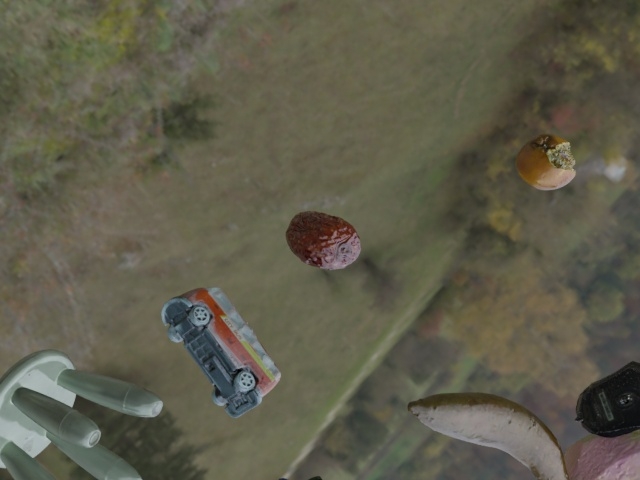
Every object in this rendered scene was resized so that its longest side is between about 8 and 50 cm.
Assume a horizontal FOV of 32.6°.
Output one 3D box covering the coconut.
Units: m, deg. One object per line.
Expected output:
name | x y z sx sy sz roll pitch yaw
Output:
coconut | 0.512 0.387 1.706 0.245 0.233 0.233 -28 165 7

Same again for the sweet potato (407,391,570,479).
sweet potato | 0.267 0.286 1.557 0.079 0.346 0.108 -32 -153 57

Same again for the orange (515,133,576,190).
orange | 0.303 -0.109 1.483 0.086 0.086 0.062 -43 133 -9

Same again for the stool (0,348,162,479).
stool | -0.374 0.289 1.616 0.195 0.198 0.195 -16 128 -57

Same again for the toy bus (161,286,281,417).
toy bus | -0.194 0.208 2.152 0.120 0.265 0.121 -35 179 -42

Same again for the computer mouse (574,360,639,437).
computer mouse | 0.465 0.242 1.655 0.172 0.099 0.057 -30 158 37

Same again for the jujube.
jujube | 0.000 0.000 2.094 0.112 0.176 0.109 39 80 -33

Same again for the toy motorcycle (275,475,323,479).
toy motorcycle | -0.056 0.446 1.576 0.125 0.196 0.331 -20 151 -21
